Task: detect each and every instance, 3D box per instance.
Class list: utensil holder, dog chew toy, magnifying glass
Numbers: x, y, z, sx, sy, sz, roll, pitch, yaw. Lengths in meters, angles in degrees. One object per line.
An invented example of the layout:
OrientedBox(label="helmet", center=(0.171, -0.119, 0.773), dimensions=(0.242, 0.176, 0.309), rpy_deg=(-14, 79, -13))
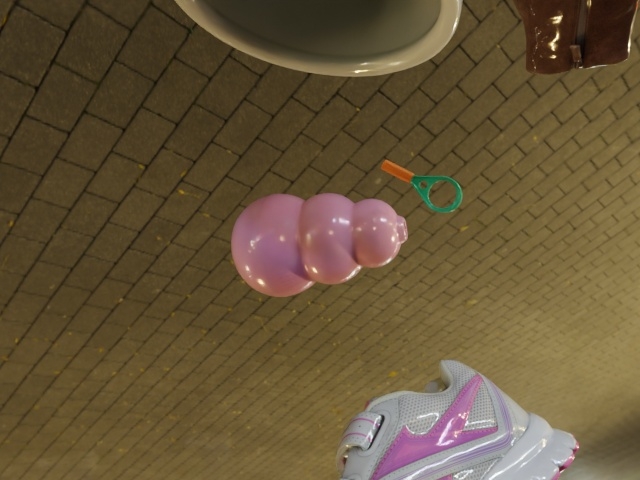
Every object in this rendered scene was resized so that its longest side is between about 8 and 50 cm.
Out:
OrientedBox(label="utensil holder", center=(0.022, -0.439, 0.549), dimensions=(0.328, 0.384, 0.327), rpy_deg=(11, 174, 1))
OrientedBox(label="dog chew toy", center=(0.000, 0.000, 0.935), dimensions=(0.332, 0.206, 0.206), rpy_deg=(-7, 144, 17))
OrientedBox(label="magnifying glass", center=(0.262, -0.150, 1.260), dimensions=(0.092, 0.231, 0.026), rpy_deg=(-63, 159, 13))

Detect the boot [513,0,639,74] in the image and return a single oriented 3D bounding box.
OrientedBox(label="boot", center=(0.345, -0.304, 0.537), dimensions=(0.249, 0.090, 0.206), rpy_deg=(-1, 136, 32))

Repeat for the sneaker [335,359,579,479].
OrientedBox(label="sneaker", center=(0.045, 0.165, 0.303), dimensions=(0.252, 0.111, 0.102), rpy_deg=(-22, 142, -36))
